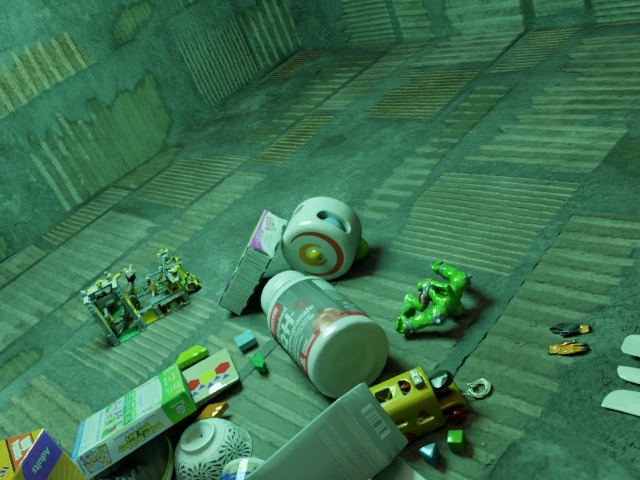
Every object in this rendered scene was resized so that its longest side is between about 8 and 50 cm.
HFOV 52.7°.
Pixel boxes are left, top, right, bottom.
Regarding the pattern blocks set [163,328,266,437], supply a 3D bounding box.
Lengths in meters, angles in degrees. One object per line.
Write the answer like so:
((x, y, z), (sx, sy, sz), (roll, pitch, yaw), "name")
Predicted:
((-0.278, 0.331, 1.483), (0.325, 0.026, 0.285), (-26, 28, -1), "pattern blocks set")

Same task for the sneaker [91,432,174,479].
((-0.384, 0.480, 1.231), (0.111, 0.121, 0.300), (-13, 32, 29), "sneaker")

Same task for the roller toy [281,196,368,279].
((0.000, 0.000, 1.647), (0.209, 0.191, 0.146), (-9, 35, 24), "roller toy")

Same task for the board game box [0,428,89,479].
((-0.506, 0.555, 0.918), (0.356, 0.356, 0.356), (-20, 25, 19), "board game box")

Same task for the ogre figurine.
((0.247, 0.123, 1.385), (0.197, 0.097, 0.118), (-30, 18, -32), "ogre figurine")

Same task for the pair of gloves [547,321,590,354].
((0.468, 0.184, 1.218), (0.074, 0.010, 0.083), (-6, 34, 28), "pair of gloves")

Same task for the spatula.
((0.603, 0.231, 1.044), (0.242, 0.019, 0.168), (6, 41, 40), "spatula")

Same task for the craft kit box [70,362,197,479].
((-0.387, 0.367, 1.346), (0.246, 0.061, 0.250), (-34, 11, -12), "craft kit box")

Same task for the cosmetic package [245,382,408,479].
((0.008, 0.355, 1.041), (0.238, 0.127, 0.107), (-44, -14, 24), "cosmetic package")

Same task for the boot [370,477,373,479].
((0.047, 0.442, 1.087), (0.087, 0.042, 0.118), (-11, 34, 35), "boot")

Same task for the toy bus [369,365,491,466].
((0.181, 0.283, 1.170), (0.191, 0.104, 0.202), (2, 40, 37), "toy bus")

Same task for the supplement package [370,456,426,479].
((0.147, 0.431, 0.964), (0.105, 0.105, 0.179), (-37, 33, -19), "supplement package")

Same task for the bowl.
((-0.228, 0.410, 1.282), (0.170, 0.080, 0.170), (-17, 30, 11), "bowl")

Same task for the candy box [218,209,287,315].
((-0.175, 0.058, 1.661), (0.233, 0.071, 0.159), (-58, 9, 37), "candy box")

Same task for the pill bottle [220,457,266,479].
((-0.129, 0.474, 1.083), (0.112, 0.112, 0.187), (-15, 32, 15), "pill bottle")

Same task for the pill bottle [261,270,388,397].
((-0.008, 0.183, 1.387), (0.176, 0.176, 0.318), (-33, 32, -14), "pill bottle")

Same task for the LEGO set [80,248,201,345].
((-0.529, 0.121, 1.823), (0.331, 0.192, 0.255), (-25, 31, -1), "LEGO set")
